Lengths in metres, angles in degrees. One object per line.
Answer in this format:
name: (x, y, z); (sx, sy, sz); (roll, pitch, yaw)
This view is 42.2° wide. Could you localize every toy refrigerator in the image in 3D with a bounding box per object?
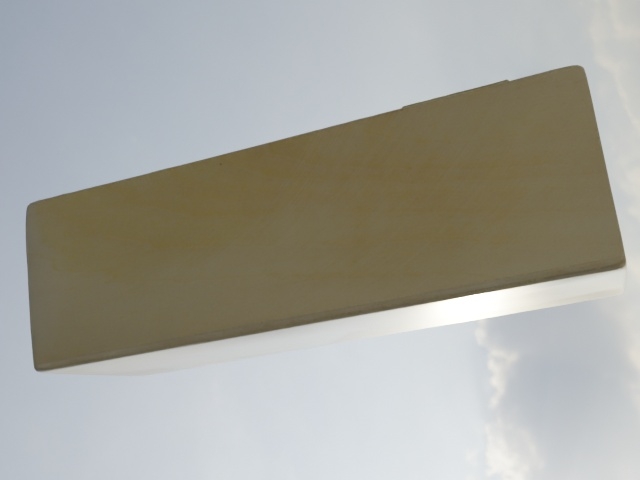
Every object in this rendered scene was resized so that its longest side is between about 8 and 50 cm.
toy refrigerator: (0.000, 0.000, 0.405); (0.102, 0.269, 0.094); (26, -126, -68)
